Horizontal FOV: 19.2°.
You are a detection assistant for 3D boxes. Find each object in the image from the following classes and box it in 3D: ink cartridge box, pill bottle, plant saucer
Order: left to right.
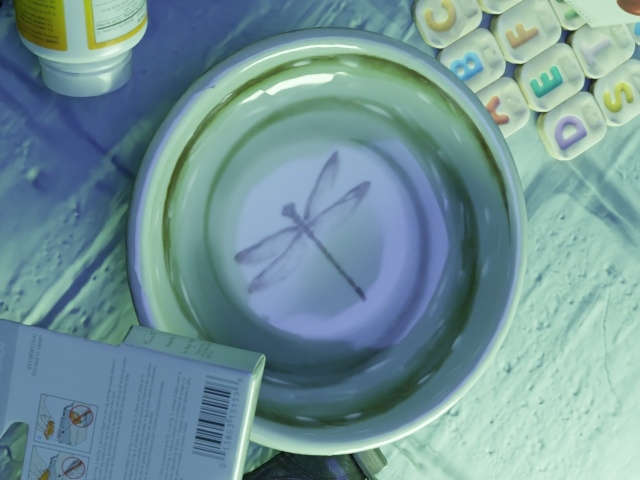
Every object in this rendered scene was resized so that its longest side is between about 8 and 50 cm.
[{"bbox_3d":[-0.214,-0.238,1.659,0.117,0.117,0.215,-16,128,-21],"label":"pill bottle"},{"bbox_3d":[-0.192,0.209,1.710,0.239,0.060,0.275,13,108,5],"label":"ink cartridge box"},{"bbox_3d":[0.000,0.000,1.798,0.400,0.100,0.400,-1,93,-19],"label":"plant saucer"}]

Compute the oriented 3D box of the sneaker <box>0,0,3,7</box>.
[{"bbox_3d":[-0.340,-0.339,1.653,0.118,0.110,0.292,-10,105,4],"label":"sneaker"}]

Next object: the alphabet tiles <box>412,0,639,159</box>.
[{"bbox_3d":[0.237,-0.234,1.931,0.278,0.021,0.284,-32,105,-18],"label":"alphabet tiles"}]

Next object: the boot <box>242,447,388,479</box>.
[{"bbox_3d":[-0.016,0.308,1.827,0.229,0.091,0.263,-34,94,-17],"label":"boot"}]

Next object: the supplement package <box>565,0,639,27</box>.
[{"bbox_3d":[0.295,-0.327,1.830,0.194,0.203,0.149,41,76,-20],"label":"supplement package"}]
